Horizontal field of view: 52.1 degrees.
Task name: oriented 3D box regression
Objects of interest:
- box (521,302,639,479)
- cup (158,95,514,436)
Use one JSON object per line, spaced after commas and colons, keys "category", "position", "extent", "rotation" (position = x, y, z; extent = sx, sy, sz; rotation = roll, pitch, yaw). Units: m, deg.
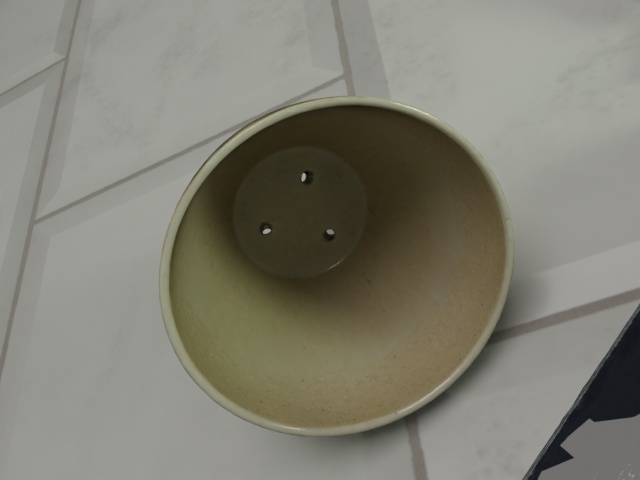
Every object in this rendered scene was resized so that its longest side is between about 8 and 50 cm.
{"category": "box", "position": [0.269, 0.168, 0.386], "extent": [0.179, 0.312, 0.343], "rotation": [30, 79, 41]}
{"category": "cup", "position": [0.000, 0.000, 0.700], "extent": [0.331, 0.331, 0.237], "rotation": [-40, 22, 3]}
